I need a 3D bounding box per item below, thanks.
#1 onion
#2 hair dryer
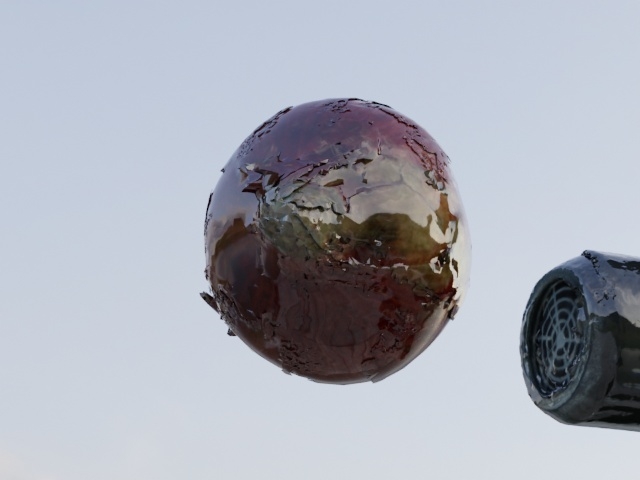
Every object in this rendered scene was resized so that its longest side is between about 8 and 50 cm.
[{"bbox_3d":[0.000,0.000,1.126,0.184,0.184,0.147,-1,-5,25],"label":"onion"},{"bbox_3d":[0.217,-0.055,1.117,0.189,0.352,0.107,7,-15,-22],"label":"hair dryer"}]
